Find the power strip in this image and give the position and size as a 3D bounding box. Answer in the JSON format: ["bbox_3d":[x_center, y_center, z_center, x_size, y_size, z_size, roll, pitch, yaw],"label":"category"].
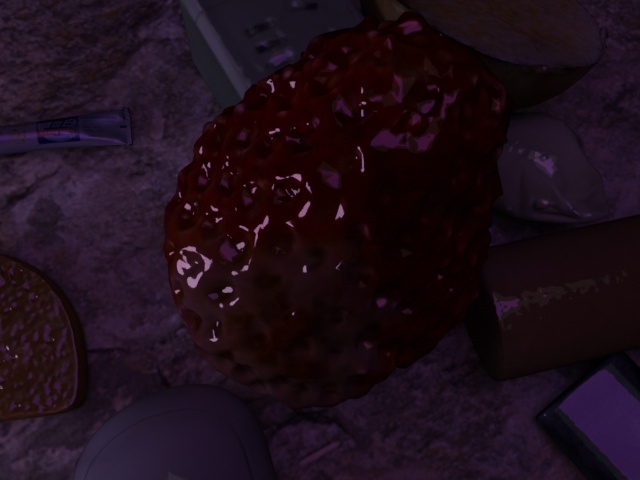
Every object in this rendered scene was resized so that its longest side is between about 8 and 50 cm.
[{"bbox_3d":[-0.021,-0.150,0.627,0.140,0.139,0.224,-28,78,-11],"label":"power strip"}]

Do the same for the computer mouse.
[{"bbox_3d":[-0.089,0.261,0.520,0.184,0.121,0.297,-18,75,-9],"label":"computer mouse"}]

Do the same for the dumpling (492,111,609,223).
[{"bbox_3d":[0.213,-0.083,0.651,0.169,0.100,0.134,16,40,37],"label":"dumpling"}]

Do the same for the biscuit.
[{"bbox_3d":[-0.307,0.084,0.602,0.220,0.029,0.142,26,76,5],"label":"biscuit"}]

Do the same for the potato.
[{"bbox_3d":[0.147,-0.216,0.660,0.239,0.116,0.299,-8,51,-20],"label":"potato"}]

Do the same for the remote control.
[{"bbox_3d":[0.356,0.270,0.554,0.107,0.044,0.378,-40,72,1],"label":"remote control"}]

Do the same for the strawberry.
[{"bbox_3d":[0.000,0.000,0.491,0.265,0.336,0.149,34,43,2],"label":"strawberry"}]

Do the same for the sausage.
[{"bbox_3d":[0.258,0.043,0.596,0.252,0.123,0.123,-13,75,-6],"label":"sausage"}]

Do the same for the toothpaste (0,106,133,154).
[{"bbox_3d":[-0.277,-0.106,0.658,0.169,0.028,0.045,-8,68,-7],"label":"toothpaste"}]
